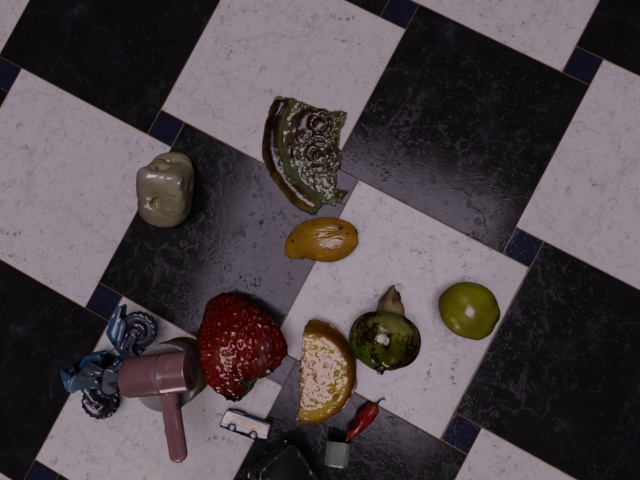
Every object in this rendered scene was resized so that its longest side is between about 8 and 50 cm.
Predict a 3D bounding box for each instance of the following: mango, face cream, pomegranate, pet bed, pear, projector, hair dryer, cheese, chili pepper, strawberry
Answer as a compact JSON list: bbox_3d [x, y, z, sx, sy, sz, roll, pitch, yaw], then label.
[{"bbox_3d":[0.001,0.000,1.697,0.262,0.109,0.157,-9,90,5],"label":"mango"},{"bbox_3d":[-0.490,0.442,1.668,0.218,0.179,0.218,0,87,4],"label":"face cream"},{"bbox_3d":[0.221,0.289,1.615,0.221,0.204,0.277,23,91,-14],"label":"pomegranate"},{"bbox_3d":[-0.119,0.797,1.646,0.183,0.159,0.211,-34,86,-25],"label":"pet bed"},{"bbox_3d":[0.485,0.225,1.615,0.198,0.198,0.198,0,87,4],"label":"pear"},{"bbox_3d":[0.058,0.704,1.665,0.083,0.083,0.082,7,87,4],"label":"projector"},{"bbox_3d":[-0.480,0.521,1.522,0.210,0.125,0.353,-7,93,4],"label":"hair dryer"},{"bbox_3d":[-0.530,-0.175,1.731,0.173,0.251,0.248,9,124,-8],"label":"cheese"},{"bbox_3d":[0.147,0.598,1.673,0.191,0.059,0.050,-43,106,-18],"label":"chili pepper"},{"bbox_3d":[-0.272,0.333,1.614,0.291,0.292,0.310,-35,99,1],"label":"strawberry"}]

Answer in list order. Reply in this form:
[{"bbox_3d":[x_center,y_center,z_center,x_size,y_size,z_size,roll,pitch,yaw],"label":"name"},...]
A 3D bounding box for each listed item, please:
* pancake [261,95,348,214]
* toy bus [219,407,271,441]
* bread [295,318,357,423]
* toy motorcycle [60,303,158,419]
[{"bbox_3d":[-0.054,-0.305,1.740,0.304,0.067,0.427,0,85,2],"label":"pancake"},{"bbox_3d":[-0.255,0.630,1.705,0.172,0.057,0.072,18,82,4],"label":"toy bus"},{"bbox_3d":[0.028,0.435,1.626,0.178,0.194,0.340,3,83,10],"label":"bread"},{"bbox_3d":[-0.732,0.404,1.690,0.232,0.172,0.416,30,98,-1],"label":"toy motorcycle"}]
